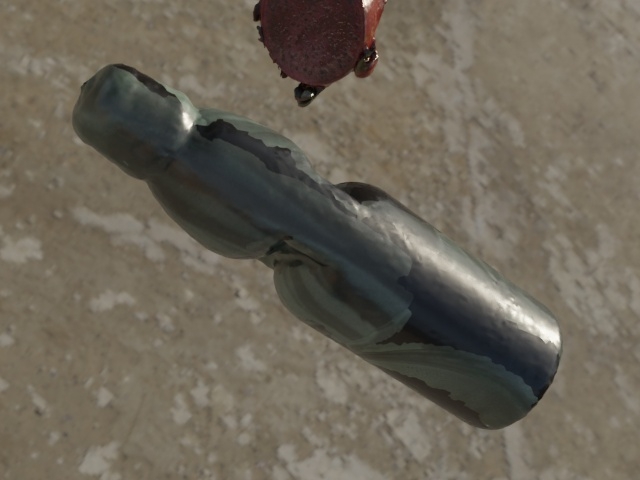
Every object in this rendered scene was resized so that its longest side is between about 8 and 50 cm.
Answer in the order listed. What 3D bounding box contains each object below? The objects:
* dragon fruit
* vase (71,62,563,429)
[{"bbox_3d":[0.008,-0.186,0.986,0.068,0.112,0.126,-36,107,-55],"label":"dragon fruit"},{"bbox_3d":[0.000,0.000,0.457,0.211,0.060,0.060,34,39,-23],"label":"vase"}]
